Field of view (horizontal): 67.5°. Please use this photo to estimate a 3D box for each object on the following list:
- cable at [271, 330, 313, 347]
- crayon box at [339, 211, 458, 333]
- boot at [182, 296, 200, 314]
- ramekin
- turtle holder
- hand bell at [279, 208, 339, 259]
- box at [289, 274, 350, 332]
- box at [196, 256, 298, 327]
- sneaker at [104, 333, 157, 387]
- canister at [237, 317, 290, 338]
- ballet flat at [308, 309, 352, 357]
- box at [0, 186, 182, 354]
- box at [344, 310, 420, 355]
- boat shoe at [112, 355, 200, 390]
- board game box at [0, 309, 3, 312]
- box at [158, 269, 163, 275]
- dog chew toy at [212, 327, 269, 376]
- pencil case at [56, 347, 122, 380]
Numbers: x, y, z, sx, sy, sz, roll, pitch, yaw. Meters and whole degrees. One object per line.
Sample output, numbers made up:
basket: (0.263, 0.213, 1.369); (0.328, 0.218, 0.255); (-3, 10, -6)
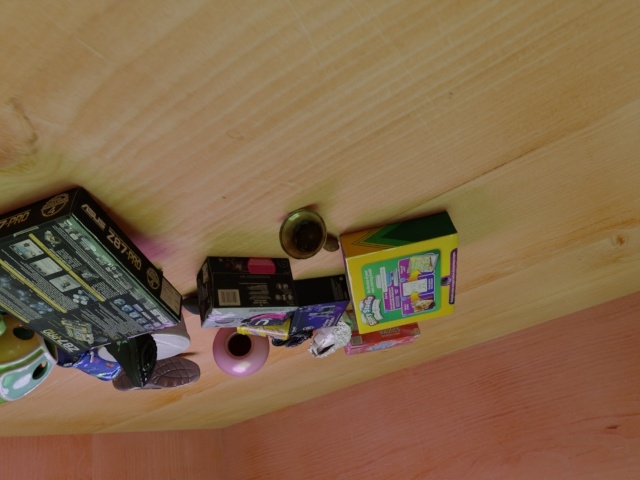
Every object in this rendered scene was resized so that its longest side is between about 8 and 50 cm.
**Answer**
cable: (-0.118, 0.411, 2.050); (0.184, 0.047, 0.150); (-23, 147, 24)
crayon box: (0.237, 0.108, 1.430); (0.313, 0.106, 0.363); (-12, 133, 1)
boot: (-0.345, 0.208, 1.543); (0.106, 0.082, 0.219); (3, 166, 21)
ramekin: (-0.552, 0.284, 1.507); (0.272, 0.127, 0.273); (-10, 153, -5)
turtle holder: (-0.880, 0.298, 1.318); (0.227, 0.243, 0.320); (-18, 122, -19)
hand bell: (0.000, 0.000, 1.265); (0.126, 0.126, 0.242); (-22, 165, 18)
box: (-0.017, 0.224, 1.663); (0.184, 0.103, 0.261); (-4, 152, -12)
box: (-0.211, 0.151, 1.359); (0.247, 0.163, 0.142); (2, 148, -27)
sneaker: (-0.542, 0.276, 1.319); (0.130, 0.286, 0.109); (-7, -164, 11)
canister: (-0.191, 0.288, 1.629); (0.169, 0.073, 0.126); (9, 158, -2)
ballet flat: (0.029, 0.396, 1.939); (0.147, 0.147, 0.409); (-6, 152, -13)
box: (-0.545, 0.093, 1.060); (0.318, 0.097, 0.395); (-19, 135, 8)
box: (0.240, 0.366, 1.993); (0.300, 0.154, 0.142); (-8, 153, -12)
boat shoe: (-0.680, 0.561, 2.016); (0.355, 0.132, 0.130); (-2, 162, -3)
board game box: (-0.876, 0.157, 1.228); (0.186, 0.026, 0.126); (-6, 153, -14)
box: (-0.552, 0.120, 1.284); (0.190, 0.045, 0.184); (15, 140, -42)
dog chew toy: (-0.294, 0.416, 1.817); (0.206, 0.207, 0.332); (-9, 161, -7)
pencil case: (-0.780, 0.397, 1.629); (0.133, 0.119, 0.306); (8, 156, 9)
